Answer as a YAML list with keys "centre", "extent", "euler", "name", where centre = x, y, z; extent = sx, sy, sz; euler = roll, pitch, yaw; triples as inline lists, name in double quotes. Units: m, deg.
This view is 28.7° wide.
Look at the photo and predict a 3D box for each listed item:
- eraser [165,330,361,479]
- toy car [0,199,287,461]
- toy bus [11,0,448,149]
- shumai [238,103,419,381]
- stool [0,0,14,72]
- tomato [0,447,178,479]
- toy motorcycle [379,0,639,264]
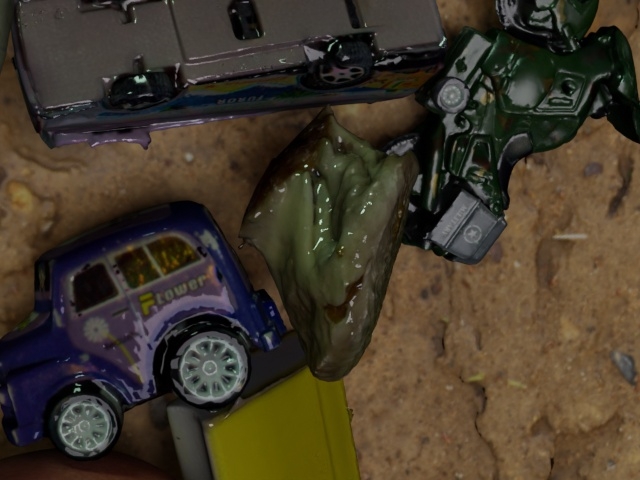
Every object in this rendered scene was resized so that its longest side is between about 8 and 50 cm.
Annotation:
- centre: [-0.039, 0.206, 1.099]
  extent: [0.158, 0.069, 0.226]
  euler: [-28, 119, -35]
  name: "eraser"
- centre: [-0.157, 0.066, 0.998]
  extent: [0.235, 0.172, 0.158]
  euler: [-24, 98, -6]
  name: "toy car"
- centre: [-0.072, -0.143, 0.947]
  extent: [0.317, 0.138, 0.112]
  euler: [-9, 76, -16]
  name: "toy bus"
- centre: [0.000, 0.000, 0.949]
  extent: [0.120, 0.201, 0.201]
  euler: [18, 104, 5]
  name: "shumai"
- centre: [-0.317, -0.083, 0.851]
  extent: [0.195, 0.195, 0.199]
  euler: [6, 82, -20]
  name: "stool"
- centre: [-0.225, 0.297, 0.957]
  extent: [0.341, 0.341, 0.273]
  euler: [-33, 100, -5]
  name: "tomato"
- centre: [0.167, -0.094, 1.066]
  extent: [0.187, 0.125, 0.275]
  euler: [34, 98, -15]
  name: "toy motorcycle"
